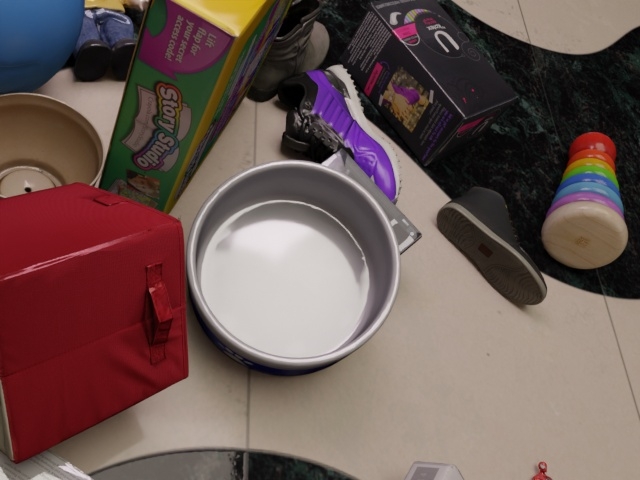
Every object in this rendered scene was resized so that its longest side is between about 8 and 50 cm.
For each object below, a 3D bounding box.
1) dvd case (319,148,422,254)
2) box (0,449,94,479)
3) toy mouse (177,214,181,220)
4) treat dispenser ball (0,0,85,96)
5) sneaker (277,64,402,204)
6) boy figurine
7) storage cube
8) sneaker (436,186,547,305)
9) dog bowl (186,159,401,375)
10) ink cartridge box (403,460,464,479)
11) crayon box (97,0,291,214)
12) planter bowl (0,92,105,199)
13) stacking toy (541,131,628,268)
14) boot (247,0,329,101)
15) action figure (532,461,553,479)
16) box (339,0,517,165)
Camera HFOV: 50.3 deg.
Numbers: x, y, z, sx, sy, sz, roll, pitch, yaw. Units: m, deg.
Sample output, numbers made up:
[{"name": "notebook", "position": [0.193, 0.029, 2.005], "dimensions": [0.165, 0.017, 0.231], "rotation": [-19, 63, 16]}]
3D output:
[{"name": "dvd case", "position": [0.000, 0.000, 0.966], "dimensions": [0.239, 0.029, 0.179], "rotation": [-38, 80, -18]}, {"name": "box", "position": [-0.286, 0.252, 0.652], "dimensions": [0.102, 0.101, 0.087], "rotation": [34, 50, -1]}, {"name": "toy mouse", "position": [-0.225, 0.021, 0.875], "dimensions": [0.161, 0.031, 0.143], "rotation": [38, 59, -9]}, {"name": "treat dispenser ball", "position": [-0.436, -0.307, 0.824], "dimensions": [0.288, 0.288, 0.288], "rotation": [13, 54, -19]}, {"name": "sneaker", "position": [0.013, -0.154, 1.088], "dimensions": [0.146, 0.102, 0.293], "rotation": [-11, 60, -28]}, {"name": "boy figurine", "position": [-0.350, -0.378, 1.048], "dimensions": [0.177, 0.092, 0.285], "rotation": [-9, 67, -29]}, {"name": "storage cube", "position": [-0.265, 0.064, 0.671], "dimensions": [0.215, 0.183, 0.193], "rotation": [20, 27, 36]}, {"name": "sneaker", "position": [0.309, -0.001, 1.141], "dimensions": [0.222, 0.083, 0.118], "rotation": [47, 50, 9]}, {"name": "dog bowl", "position": [-0.038, 0.037, 0.873], "dimensions": [0.265, 0.104, 0.264], "rotation": [3, 70, -10]}, {"name": "ink cartridge box", "position": [0.125, 0.448, 0.755], "dimensions": [0.296, 0.066, 0.261], "rotation": [-47, 113, -41]}, {"name": "crayon box", "position": [-0.145, -0.235, 0.879], "dimensions": [0.106, 0.363, 0.313], "rotation": [30, 50, -7]}, {"name": "planter bowl", "position": [-0.354, -0.083, 0.835], "dimensions": [0.162, 0.109, 0.162], "rotation": [13, 54, -19]}, {"name": "stacking toy", "position": [0.502, -0.100, 1.288], "dimensions": [0.141, 0.141, 0.330], "rotation": [32, 44, -5]}, {"name": "boot", "position": [-0.031, -0.341, 1.140], "dimensions": [0.083, 0.161, 0.246], "rotation": [39, 50, 1]}, {"name": "action figure", "position": [0.316, 0.363, 0.939], "dimensions": [0.038, 0.030, 0.115], "rotation": [8, 54, -17]}, {"name": "box", "position": [0.191, -0.296, 1.238], "dimensions": [0.165, 0.143, 0.270], "rotation": [-27, 75, -37]}]
